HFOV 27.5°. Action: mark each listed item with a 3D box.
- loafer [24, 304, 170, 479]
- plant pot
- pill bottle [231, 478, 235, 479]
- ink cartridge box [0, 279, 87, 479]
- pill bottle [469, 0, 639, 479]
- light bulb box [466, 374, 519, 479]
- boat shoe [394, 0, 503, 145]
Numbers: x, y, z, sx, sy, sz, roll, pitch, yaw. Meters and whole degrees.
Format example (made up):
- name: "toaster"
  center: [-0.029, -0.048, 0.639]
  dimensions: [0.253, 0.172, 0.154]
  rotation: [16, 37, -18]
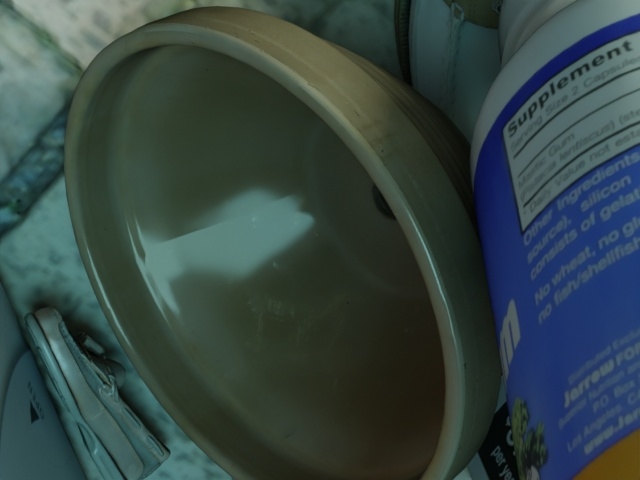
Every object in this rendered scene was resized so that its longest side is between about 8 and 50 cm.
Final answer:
- name: "loafer"
  center: [-0.115, 0.079, 0.683]
  dimensions: [0.039, 0.045, 0.125]
  rotation: [-27, 127, -13]
- name: "plant pot"
  center: [0.000, 0.000, 0.588]
  dimensions: [0.109, 0.237, 0.237]
  rotation: [-33, 128, -38]
- name: "pill bottle"
  center: [0.005, 0.157, 0.657]
  dimensions: [0.103, 0.184, 0.103]
  rotation: [-4, 119, -7]
- name: "ink cartridge box"
  center: [-0.172, 0.167, 0.521]
  dimensions: [0.091, 0.385, 0.308]
  rotation: [-14, 119, 2]
- name: "pill bottle"
  center: [0.130, 0.006, 0.433]
  dimensions: [0.152, 0.272, 0.152]
  rotation: [-1, 135, -1]
- name: "light bulb box"
  center: [0.275, 0.072, 0.552]
  dimensions: [0.225, 0.358, 0.361]
  rotation: [31, 109, -25]
- name: "boat shoe"
  center: [0.099, -0.131, 0.561]
  dimensions: [0.113, 0.103, 0.302]
  rotation: [-2, 118, -7]
